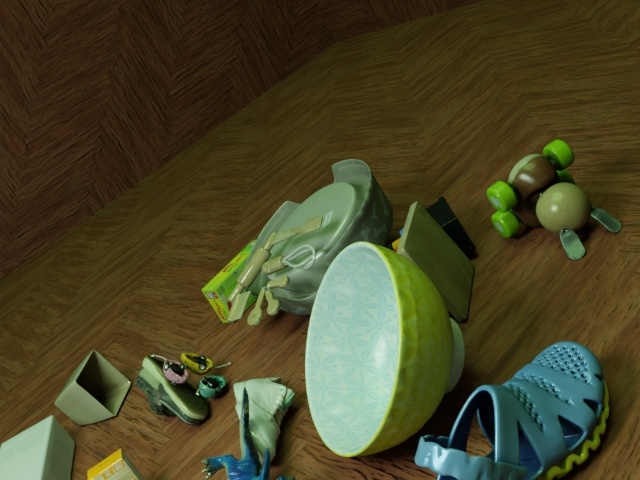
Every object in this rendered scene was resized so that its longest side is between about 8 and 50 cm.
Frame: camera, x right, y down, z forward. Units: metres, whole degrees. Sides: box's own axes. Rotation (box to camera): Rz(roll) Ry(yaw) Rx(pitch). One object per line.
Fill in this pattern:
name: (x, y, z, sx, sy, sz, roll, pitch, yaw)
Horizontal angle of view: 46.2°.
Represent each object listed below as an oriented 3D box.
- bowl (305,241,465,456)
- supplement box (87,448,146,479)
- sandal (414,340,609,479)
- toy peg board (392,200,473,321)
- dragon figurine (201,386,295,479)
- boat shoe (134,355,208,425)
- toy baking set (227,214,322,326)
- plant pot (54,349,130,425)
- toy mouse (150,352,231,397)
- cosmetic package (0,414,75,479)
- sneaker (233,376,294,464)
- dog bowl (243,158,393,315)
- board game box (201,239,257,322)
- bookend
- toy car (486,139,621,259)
bowl: (0.105, 0.155, 1.046, 0.156, 0.289, 0.289, 10, 9, -23)
supplement box: (-0.308, 0.383, 1.165, 0.062, 0.098, 0.036, -34, 19, -9)
sandal: (0.217, 0.215, 0.852, 0.317, 0.138, 0.126, -41, 23, -31)
toy peg board: (0.171, 0.047, 1.254, 0.079, 0.161, 0.160, -34, 17, 30)
dragon figurine: (-0.088, 0.333, 0.996, 0.144, 0.085, 0.289, -12, 38, 30)
boat shoe: (-0.278, 0.288, 1.378, 0.224, 0.080, 0.073, 29, 90, 51)
toy baking set: (-0.084, 0.058, 1.406, 0.256, 0.030, 0.197, -58, 31, -6)
plant pot: (-0.471, 0.310, 1.522, 0.096, 0.109, 0.109, -34, 20, 20)
toy mouse: (-0.230, 0.251, 1.354, 0.031, 0.161, 0.143, -64, 23, 15)
cosmetic package: (-0.519, 0.427, 1.348, 0.117, 0.085, 0.231, -30, 24, -1)
sneaker: (-0.082, 0.268, 1.185, 0.094, 0.080, 0.212, -19, 20, -6)
dog bowl: (0.000, 0.000, 1.505, 0.349, 0.102, 0.348, -38, 27, 23)
board game box: (-0.168, 0.087, 1.640, 0.043, 0.092, 0.181, -4, 33, 45)
bookend: (0.194, 0.004, 1.414, 0.157, 0.072, 0.156, -32, 15, 9)
toy car: (0.403, -0.048, 1.260, 0.155, 0.149, 0.188, -36, 52, -7)
